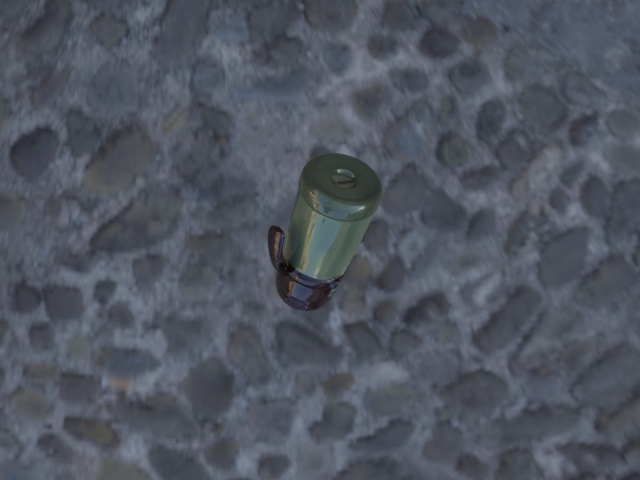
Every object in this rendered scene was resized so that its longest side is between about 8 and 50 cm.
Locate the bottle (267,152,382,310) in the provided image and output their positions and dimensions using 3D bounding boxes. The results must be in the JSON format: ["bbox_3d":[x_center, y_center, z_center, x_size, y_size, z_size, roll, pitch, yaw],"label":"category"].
[{"bbox_3d":[-0.002,0.000,0.868,0.063,0.047,0.101,6,135,-16],"label":"bottle"}]
